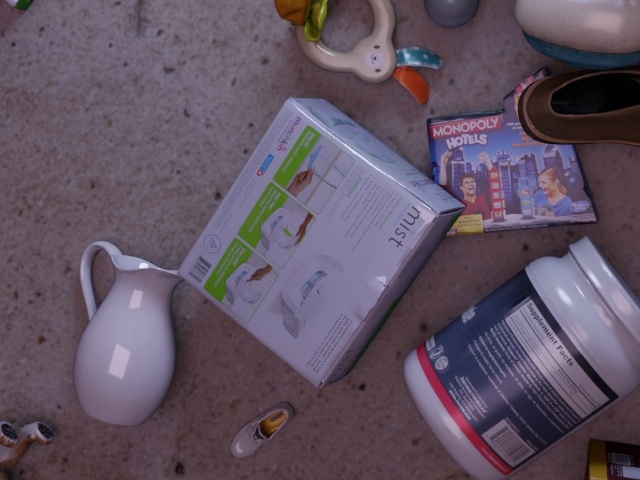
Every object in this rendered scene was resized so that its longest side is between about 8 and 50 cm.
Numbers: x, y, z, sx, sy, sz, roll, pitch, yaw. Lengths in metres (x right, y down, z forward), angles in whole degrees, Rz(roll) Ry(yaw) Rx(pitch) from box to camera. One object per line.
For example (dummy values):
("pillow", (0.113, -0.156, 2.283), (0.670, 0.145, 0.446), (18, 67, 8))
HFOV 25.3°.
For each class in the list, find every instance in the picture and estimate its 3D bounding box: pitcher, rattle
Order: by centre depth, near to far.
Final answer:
("rattle", (0.051, -0.245, 1.702), (0.130, 0.143, 0.199), (-42, 81, -7))
("pitcher", (-0.256, 0.114, 1.804), (0.178, 0.125, 0.207), (21, 100, 40))

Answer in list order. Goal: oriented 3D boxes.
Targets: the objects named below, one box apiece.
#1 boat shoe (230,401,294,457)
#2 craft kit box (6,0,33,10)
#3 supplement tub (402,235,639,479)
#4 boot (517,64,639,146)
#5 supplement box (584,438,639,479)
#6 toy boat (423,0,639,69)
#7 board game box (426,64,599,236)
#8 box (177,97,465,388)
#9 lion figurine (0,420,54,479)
("boat shoe", (-0.076, 0.244, 1.818), (0.100, 0.035, 0.035), (-37, 89, 11))
("craft kit box", (-0.391, -0.464, 1.797), (0.250, 0.061, 0.246), (42, 98, 3))
("supplement tub", (0.251, 0.141, 1.673), (0.272, 0.191, 0.191), (-37, 88, 11))
("boot", (0.389, -0.160, 1.635), (0.305, 0.115, 0.112), (-7, 88, -9))
("supplement box", (0.404, 0.326, 1.664), (0.194, 0.191, 0.129), (7, 97, 10))
("toy boat", (0.267, -0.289, 1.637), (0.318, 0.267, 0.148), (17, 133, 23))
("board game box", (0.230, -0.109, 1.720), (0.194, 0.060, 0.194), (-5, 94, 10))
("box", (0.000, 0.000, 1.705), (0.231, 0.127, 0.262), (37, 107, 13))
("lion figurine", (-0.511, 0.248, 1.861), (0.240, 0.142, 0.392), (-40, 74, 19))
